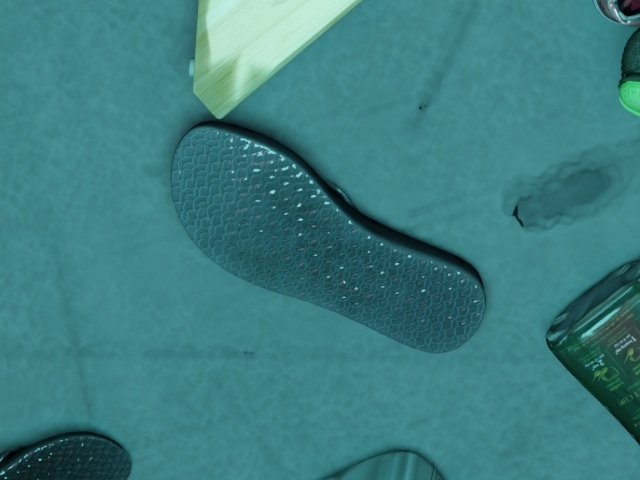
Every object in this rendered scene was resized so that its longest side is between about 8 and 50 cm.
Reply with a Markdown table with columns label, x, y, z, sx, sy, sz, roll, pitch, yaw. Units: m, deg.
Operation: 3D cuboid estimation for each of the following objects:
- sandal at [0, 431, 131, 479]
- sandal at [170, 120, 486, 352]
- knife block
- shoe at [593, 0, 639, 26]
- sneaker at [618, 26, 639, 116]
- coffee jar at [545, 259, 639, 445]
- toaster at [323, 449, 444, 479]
| label | x | y | z | sx | sy | sz | roll | pitch | yaw |
| --- | --- | --- | --- | --- | --- | --- | --- | --- | --- |
| sandal | -0.229 | 0.183 | 1.381 | 0.179 | 0.040 | 0.067 | -20 | 115 | -8 |
| sandal | 0.000 | 0.001 | 1.341 | 0.254 | 0.054 | 0.097 | 32 | 108 | -14 |
| knife block | 0.041 | -0.215 | 1.269 | 0.242 | 0.088 | 0.275 | 5 | 101 | 2 |
| shoe | 0.255 | -0.216 | 1.264 | 0.063 | 0.081 | 0.178 | 40 | 100 | -6 |
| sneaker | 0.399 | -0.214 | 1.225 | 0.483 | 0.185 | 0.202 | -27 | 95 | -3 |
| coffee jar | 0.251 | 0.110 | 1.334 | 0.096 | 0.079 | 0.184 | -38 | 97 | 7 |
| toaster | 0.009 | 0.255 | 1.339 | 0.227 | 0.146 | 0.129 | -30 | 98 | 8 |
